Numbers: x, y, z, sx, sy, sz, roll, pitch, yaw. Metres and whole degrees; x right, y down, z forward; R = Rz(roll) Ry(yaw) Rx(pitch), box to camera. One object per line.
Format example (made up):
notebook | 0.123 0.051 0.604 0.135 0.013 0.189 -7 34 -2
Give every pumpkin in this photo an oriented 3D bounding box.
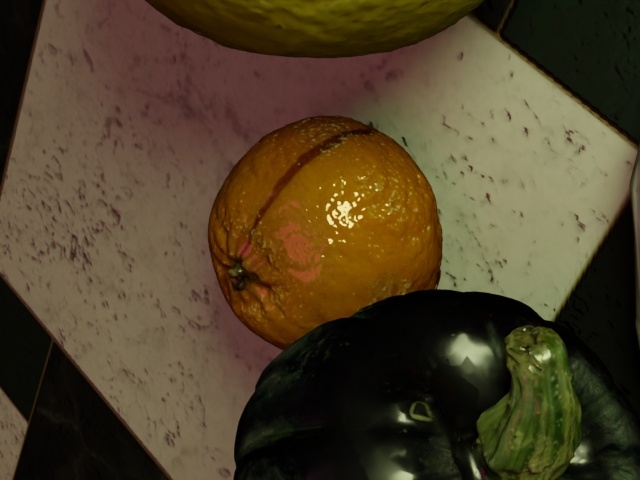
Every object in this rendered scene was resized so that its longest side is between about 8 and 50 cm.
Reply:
pumpkin | 0.100 0.163 0.832 0.296 0.296 0.295 17 116 41

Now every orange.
orange | 0.000 0.000 0.985 0.193 0.161 0.193 15 114 36

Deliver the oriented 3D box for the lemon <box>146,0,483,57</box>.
lemon | -0.007 -0.271 0.780 0.348 0.348 0.348 17 116 41

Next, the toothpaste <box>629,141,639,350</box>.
toothpaste | 0.245 0.030 0.829 0.075 0.048 0.301 5 110 33
